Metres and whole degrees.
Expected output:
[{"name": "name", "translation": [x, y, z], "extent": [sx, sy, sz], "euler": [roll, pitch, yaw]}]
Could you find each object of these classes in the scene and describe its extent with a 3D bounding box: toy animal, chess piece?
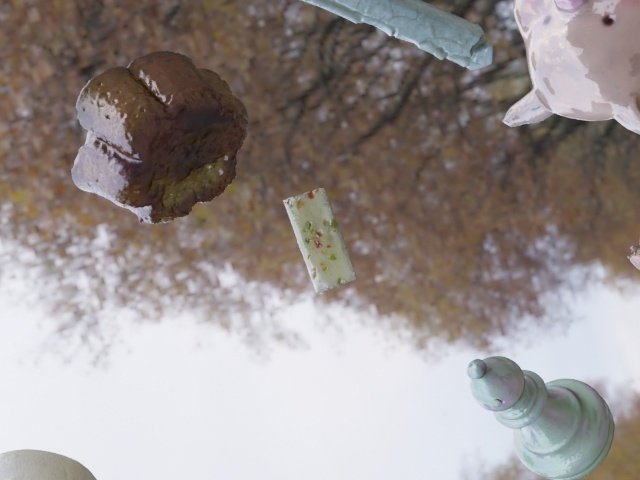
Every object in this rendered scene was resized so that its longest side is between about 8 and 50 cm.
[{"name": "toy animal", "translation": [0.306, -0.257, 1.540], "extent": [0.256, 0.195, 0.213], "euler": [-56, -43, -26]}, {"name": "chess piece", "translation": [0.264, 0.210, 1.903], "extent": [0.272, 0.139, 0.139], "euler": [35, -140, -44]}]

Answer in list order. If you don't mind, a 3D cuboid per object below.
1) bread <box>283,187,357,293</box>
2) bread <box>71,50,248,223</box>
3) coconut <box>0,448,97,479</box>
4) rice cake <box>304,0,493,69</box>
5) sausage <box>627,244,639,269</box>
[{"name": "bread", "translation": [0.000, 0.000, 2.216], "extent": [0.028, 0.068, 0.153], "euler": [28, -138, -82]}, {"name": "bread", "translation": [-0.215, -0.133, 2.013], "extent": [0.247, 0.135, 0.232], "euler": [-17, -48, -38]}, {"name": "coconut", "translation": [-0.401, 0.414, 2.027], "extent": [0.237, 0.237, 0.266], "euler": [63, 176, -29]}, {"name": "rice cake", "translation": [0.090, -0.316, 2.012], "extent": [0.336, 0.063, 0.066], "euler": [18, -149, -19]}, {"name": "sausage", "translation": [0.371, 0.042, 1.475], "extent": [0.042, 0.036, 0.158], "euler": [44, 176, -39]}]
